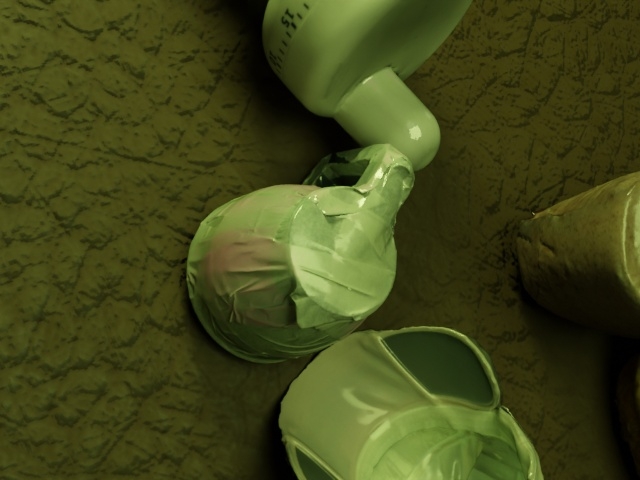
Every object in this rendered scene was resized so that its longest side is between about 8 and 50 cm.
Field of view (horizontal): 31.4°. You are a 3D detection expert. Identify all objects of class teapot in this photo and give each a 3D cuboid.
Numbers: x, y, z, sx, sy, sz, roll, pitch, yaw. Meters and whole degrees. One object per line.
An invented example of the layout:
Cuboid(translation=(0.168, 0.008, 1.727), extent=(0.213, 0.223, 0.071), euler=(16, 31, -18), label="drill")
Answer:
Cuboid(translation=(0.005, 0.014, 1.057), extent=(0.221, 0.178, 0.163), euler=(-28, 96, -35), label="teapot")

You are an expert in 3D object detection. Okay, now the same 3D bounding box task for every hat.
Cuboid(translation=(0.084, 0.216, 1.094), extent=(0.275, 0.161, 0.232), euler=(39, 60, 7), label="hat")

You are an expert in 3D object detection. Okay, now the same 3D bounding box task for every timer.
Cuboid(translation=(0.064, -0.208, 1.103), extent=(0.233, 0.233, 0.240), euler=(-32, 73, -34), label="timer")

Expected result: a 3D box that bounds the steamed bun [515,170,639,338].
Cuboid(translation=(0.389, 0.021, 1.263), extent=(0.301, 0.251, 0.199), euler=(-13, 86, -26), label="steamed bun")

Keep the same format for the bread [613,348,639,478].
Cuboid(translation=(0.446, 0.208, 1.341), extent=(0.198, 0.120, 0.236), euler=(-12, 86, -36), label="bread")
